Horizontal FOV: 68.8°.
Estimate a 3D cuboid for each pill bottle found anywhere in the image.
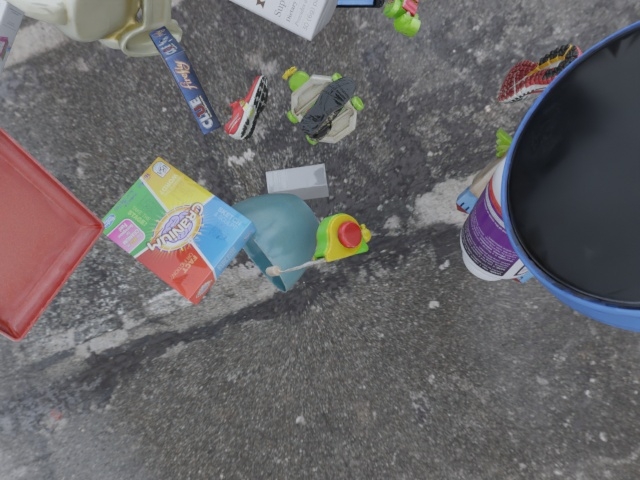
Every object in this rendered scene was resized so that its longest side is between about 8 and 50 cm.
[{"bbox_3d":[0.411,-0.035,0.997,0.181,0.323,0.182,1,62,-2],"label":"pill bottle"}]

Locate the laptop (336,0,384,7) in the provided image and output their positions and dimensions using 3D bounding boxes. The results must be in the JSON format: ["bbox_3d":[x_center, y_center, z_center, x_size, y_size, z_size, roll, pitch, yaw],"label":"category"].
[{"bbox_3d":[0.082,-0.597,0.914,0.136,0.264,0.235,10,107,4],"label":"laptop"}]

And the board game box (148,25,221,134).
[{"bbox_3d":[-0.292,-0.346,0.997,0.042,0.243,0.165,-28,130,-8],"label":"board game box"}]

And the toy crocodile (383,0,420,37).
[{"bbox_3d":[0.306,-0.857,1.646,0.115,0.105,0.341,23,64,-27],"label":"toy crocodile"}]

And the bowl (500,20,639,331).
[{"bbox_3d":[0.393,-0.089,0.548,0.077,0.391,0.392,18,83,-34],"label":"bowl"}]

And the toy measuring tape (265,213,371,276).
[{"bbox_3d":[0.000,0.000,1.167,0.330,0.121,0.122,-14,85,-37],"label":"toy measuring tape"}]

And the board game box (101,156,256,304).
[{"bbox_3d":[-0.358,-0.030,1.169,0.316,0.064,0.242,34,77,14],"label":"board game box"}]

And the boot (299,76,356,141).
[{"bbox_3d":[0.027,-0.442,1.602,0.085,0.178,0.236,44,93,3],"label":"boot"}]

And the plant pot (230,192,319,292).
[{"bbox_3d":[-0.117,-0.024,1.350,0.195,0.290,0.290,-39,87,-15],"label":"plant pot"}]

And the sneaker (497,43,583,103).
[{"bbox_3d":[0.453,-0.317,0.959,0.092,0.225,0.088,24,88,-20],"label":"sneaker"}]

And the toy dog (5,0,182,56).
[{"bbox_3d":[-0.552,-0.625,1.052,0.395,0.285,0.408,-35,75,-25],"label":"toy dog"}]

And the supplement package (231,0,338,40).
[{"bbox_3d":[-0.097,-0.427,0.622,0.292,0.175,0.178,24,124,-5],"label":"supplement package"}]

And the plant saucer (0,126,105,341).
[{"bbox_3d":[-0.527,-0.007,0.772,0.047,0.259,0.259,4,54,29],"label":"plant saucer"}]

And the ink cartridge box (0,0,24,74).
[{"bbox_3d":[-0.521,-0.314,0.703,0.088,0.052,0.123,26,95,-8],"label":"ink cartridge box"}]

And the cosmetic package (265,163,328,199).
[{"bbox_3d":[-0.089,-0.224,1.867,0.237,0.127,0.107,-10,72,-1],"label":"cosmetic package"}]

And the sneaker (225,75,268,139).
[{"bbox_3d":[-0.297,-0.535,1.843,0.118,0.107,0.279,20,80,17],"label":"sneaker"}]

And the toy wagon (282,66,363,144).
[{"bbox_3d":[-0.008,-0.548,1.854,0.267,0.068,0.344,-31,116,31],"label":"toy wagon"}]

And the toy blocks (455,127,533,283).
[{"bbox_3d":[0.512,-0.064,1.230,0.381,0.191,0.261,41,126,-1],"label":"toy blocks"}]
